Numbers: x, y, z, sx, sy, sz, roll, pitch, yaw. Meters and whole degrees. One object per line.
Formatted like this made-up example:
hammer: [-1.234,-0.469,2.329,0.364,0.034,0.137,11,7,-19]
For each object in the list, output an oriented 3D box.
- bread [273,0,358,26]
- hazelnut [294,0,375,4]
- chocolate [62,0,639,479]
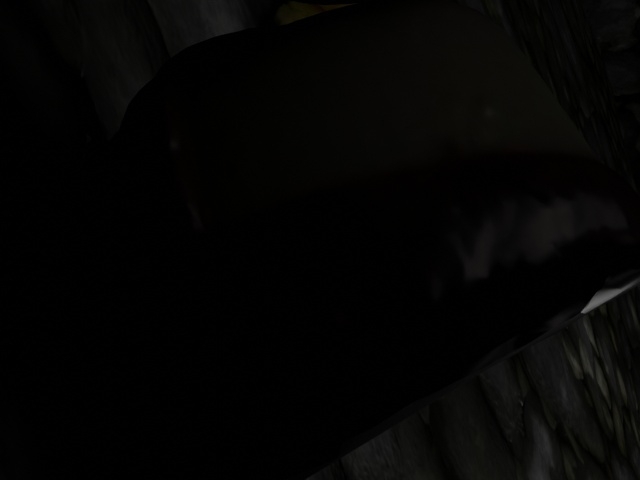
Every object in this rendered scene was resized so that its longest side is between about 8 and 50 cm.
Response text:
bread: [0.040,-0.062,1.085,0.264,0.163,0.167,38,25,-3]
hazelnut: [-0.031,-0.274,0.528,0.409,0.359,0.359,16,49,-22]
chocolate: [0.000,0.000,0.628,0.186,0.283,0.283,59,17,8]
